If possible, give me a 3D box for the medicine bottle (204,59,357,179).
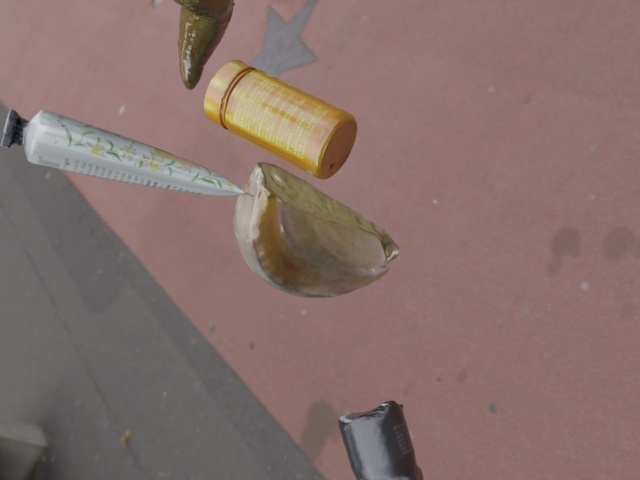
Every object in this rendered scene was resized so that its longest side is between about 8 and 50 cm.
[{"bbox_3d":[-0.053,-0.162,1.103,0.192,0.096,0.096,29,94,21],"label":"medicine bottle"}]

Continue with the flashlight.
[{"bbox_3d":[0.127,0.434,1.130,0.103,0.103,0.423,-26,76,43],"label":"flashlight"}]

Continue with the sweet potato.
[{"bbox_3d":[-0.201,-0.385,1.386,0.124,0.098,0.310,-39,-16,-19],"label":"sweet potato"}]

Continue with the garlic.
[{"bbox_3d":[-0.015,0.005,0.811,0.101,0.196,0.087,-43,35,26],"label":"garlic"}]

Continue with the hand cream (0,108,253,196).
[{"bbox_3d":[-0.150,-0.064,0.658,0.067,0.195,0.042,-172,95,-69],"label":"hand cream"}]
